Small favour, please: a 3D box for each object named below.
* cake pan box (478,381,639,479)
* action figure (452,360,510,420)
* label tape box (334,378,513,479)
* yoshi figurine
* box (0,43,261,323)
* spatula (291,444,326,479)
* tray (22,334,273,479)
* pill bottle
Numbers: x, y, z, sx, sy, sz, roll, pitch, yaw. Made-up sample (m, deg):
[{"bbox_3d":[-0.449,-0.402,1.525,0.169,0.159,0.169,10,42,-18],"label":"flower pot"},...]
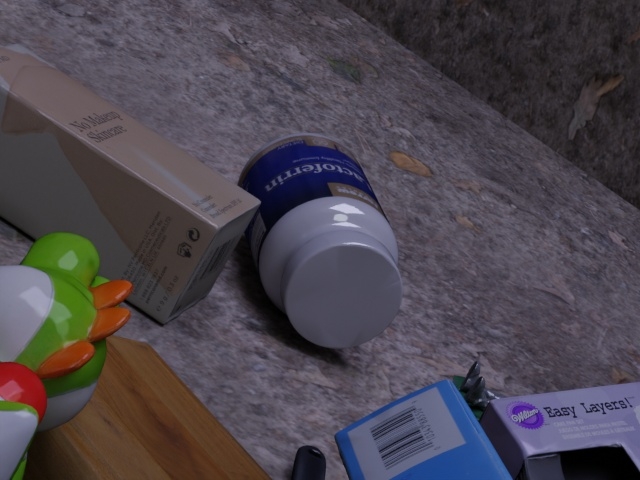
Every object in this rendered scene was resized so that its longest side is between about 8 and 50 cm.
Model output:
[{"bbox_3d":[0.283,0.226,1.556,0.267,0.070,0.246,-3,40,-28],"label":"cake pan box"},{"bbox_3d":[0.256,0.213,2.015,0.232,0.063,0.137,31,15,-11],"label":"action figure"},{"bbox_3d":[0.142,0.307,1.383,0.249,0.115,0.348,-118,-176,-72],"label":"label tape box"},{"bbox_3d":[-0.264,0.119,1.230,0.203,0.203,0.362,23,35,9],"label":"yoshi figurine"},{"bbox_3d":[-0.233,-0.061,1.867,0.311,0.121,0.148,33,19,6],"label":"box"},{"bbox_3d":[-0.014,0.245,1.546,0.084,0.030,0.296,25,19,-8],"label":"spatula"},{"bbox_3d":[-0.126,0.183,1.385,0.203,0.076,0.411,18,16,-41],"label":"tray"},{"bbox_3d":[0.000,0.000,2.021,0.153,0.153,0.265,23,20,-22],"label":"pill bottle"}]
